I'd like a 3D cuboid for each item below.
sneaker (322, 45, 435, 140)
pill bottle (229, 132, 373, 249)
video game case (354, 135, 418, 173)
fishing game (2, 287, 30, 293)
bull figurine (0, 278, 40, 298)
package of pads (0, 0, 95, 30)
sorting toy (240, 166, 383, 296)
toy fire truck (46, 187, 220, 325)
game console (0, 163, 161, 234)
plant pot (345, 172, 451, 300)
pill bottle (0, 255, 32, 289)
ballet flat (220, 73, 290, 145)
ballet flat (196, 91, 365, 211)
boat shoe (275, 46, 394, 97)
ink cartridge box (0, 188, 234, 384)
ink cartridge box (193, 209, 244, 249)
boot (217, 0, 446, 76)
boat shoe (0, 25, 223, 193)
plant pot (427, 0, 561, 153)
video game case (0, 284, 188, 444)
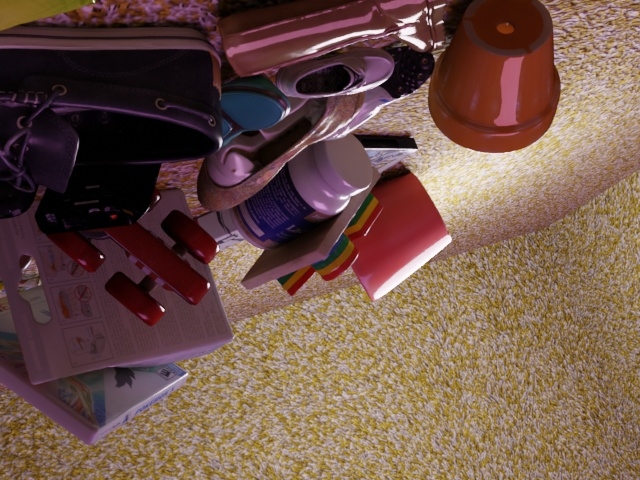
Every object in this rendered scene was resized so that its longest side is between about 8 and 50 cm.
[{"bbox_3d":[0.077,-0.240,1.355,0.237,0.085,0.086,-29,-168,23],"label":"sneaker"},{"bbox_3d":[-0.037,-0.097,1.597,0.265,0.153,0.153,-30,165,38],"label":"pill bottle"},{"bbox_3d":[0.030,-0.143,1.784,0.275,0.035,0.248,-30,164,39],"label":"video game case"},{"bbox_3d":[-0.659,0.118,1.835,0.264,0.041,0.189,-15,169,15],"label":"fishing game"},{"bbox_3d":[-0.627,0.153,1.553,0.188,0.310,0.101,4,118,-11],"label":"bull figurine"},{"bbox_3d":[-0.301,-0.249,0.619,0.229,0.101,0.296,-18,168,-6],"label":"package of pads"},{"bbox_3d":[0.000,0.000,1.700,0.257,0.089,0.255,-24,-156,48],"label":"sorting toy"},{"bbox_3d":[-0.286,-0.012,1.257,0.169,0.302,0.254,-49,-179,-11],"label":"toy fire truck"},{"bbox_3d":[-0.390,-0.079,1.121,0.361,0.213,0.044,-5,127,5],"label":"game console"},{"bbox_3d":[0.166,-0.023,2.056,0.243,0.275,0.275,-29,167,3],"label":"plant pot"},{"bbox_3d":[-0.584,0.045,1.433,0.208,0.117,0.117,-30,164,39],"label":"pill bottle"},{"bbox_3d":[-0.113,-0.194,1.181,0.247,0.083,0.087,-14,-138,54],"label":"ballet flat"},{"bbox_3d":[-0.091,-0.163,1.321,0.348,0.123,0.123,-32,164,24],"label":"ballet flat"},{"bbox_3d":[0.031,-0.231,1.184,0.184,0.066,0.063,-8,-154,-27],"label":"boat shoe"},{"bbox_3d":[-0.366,0.076,1.463,0.385,0.308,0.091,-9,162,-42],"label":"ink cartridge box"},{"bbox_3d":[-0.202,-0.030,1.845,0.150,0.063,0.109,-22,168,11],"label":"ink cartridge box"},{"bbox_3d":[0.021,-0.273,1.097,0.269,0.089,0.236,-17,170,5],"label":"boot"},{"bbox_3d":[-0.331,-0.135,0.958,0.500,0.156,0.187,-11,167,-30],"label":"boat shoe"},{"bbox_3d":[0.271,-0.268,1.289,0.205,0.205,0.188,-18,152,-7],"label":"plant pot"},{"bbox_3d":[-0.428,0.193,1.444,0.036,0.329,0.300,-62,167,17],"label":"video game case"}]
